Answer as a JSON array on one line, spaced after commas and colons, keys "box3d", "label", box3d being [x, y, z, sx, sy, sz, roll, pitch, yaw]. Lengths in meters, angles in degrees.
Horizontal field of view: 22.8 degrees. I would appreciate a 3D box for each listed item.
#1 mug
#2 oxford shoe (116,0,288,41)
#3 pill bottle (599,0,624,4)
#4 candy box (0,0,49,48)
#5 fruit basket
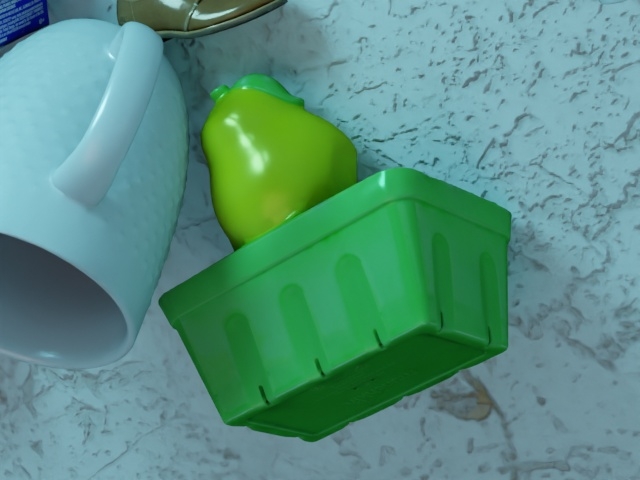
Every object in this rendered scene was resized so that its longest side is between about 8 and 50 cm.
[{"box3d": [-0.262, -0.088, 1.706, 0.276, 0.328, 0.374, 27, 147, -14], "label": "mug"}, {"box3d": [-0.139, -0.265, 1.774, 0.212, 0.076, 0.076, -6, 105, 23], "label": "oxford shoe"}, {"box3d": [0.272, -0.345, 1.556, 0.117, 0.117, 0.215, -18, 109, 27], "label": "pill bottle"}, {"box3d": [-0.460, -0.388, 1.782, 0.268, 0.122, 0.317, 9, 117, 24], "label": "candy box"}, {"box3d": [0.000, 0.000, 1.796, 0.392, 0.283, 0.392, -12, 70, 36], "label": "fruit basket"}]
